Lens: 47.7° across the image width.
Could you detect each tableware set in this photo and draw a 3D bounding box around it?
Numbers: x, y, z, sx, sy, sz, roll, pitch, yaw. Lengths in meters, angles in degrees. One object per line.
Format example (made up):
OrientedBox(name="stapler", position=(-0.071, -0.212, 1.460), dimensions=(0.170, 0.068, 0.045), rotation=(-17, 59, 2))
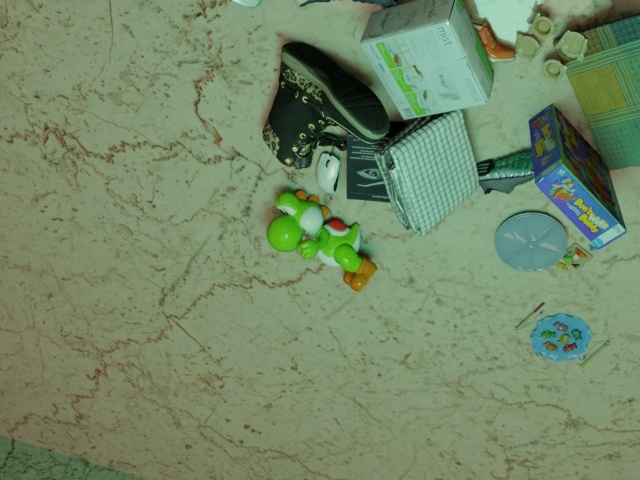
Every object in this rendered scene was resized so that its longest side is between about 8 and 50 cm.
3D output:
OrientedBox(name="tableware set", position=(0.550, -0.464, 1.740), dimensions=(0.168, 0.020, 0.141), rotation=(37, 145, 11))

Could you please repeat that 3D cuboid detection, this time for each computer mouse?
OrientedBox(name="computer mouse", position=(0.024, -0.208, 2.056), dimensions=(0.106, 0.042, 0.193), rotation=(22, 128, 22))

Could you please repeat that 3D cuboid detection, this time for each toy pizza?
OrientedBox(name="toy pizza", position=(0.603, 0.003, 2.078), dimensions=(0.201, 0.032, 0.201), rotation=(6, 123, 10))

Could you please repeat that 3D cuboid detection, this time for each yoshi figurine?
OrientedBox(name="yoshi figurine", position=(-0.019, 0.020, 2.146), dimensions=(0.362, 0.203, 0.203), rotation=(41, 129, -11))

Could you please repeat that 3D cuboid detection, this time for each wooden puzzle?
OrientedBox(name="wooden puzzle", position=(0.736, 0.049, 2.088), dimensions=(0.078, 0.014, 0.116), rotation=(30, 125, -7))

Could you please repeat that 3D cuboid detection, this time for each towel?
OrientedBox(name="towel", position=(0.277, -0.188, 1.896), dimensions=(0.235, 0.121, 0.284), rotation=(-36, 127, -14))
OrientedBox(name="towel", position=(0.729, -0.342, 1.709), dimensions=(0.271, 0.040, 0.370), rotation=(-2, 123, 58))

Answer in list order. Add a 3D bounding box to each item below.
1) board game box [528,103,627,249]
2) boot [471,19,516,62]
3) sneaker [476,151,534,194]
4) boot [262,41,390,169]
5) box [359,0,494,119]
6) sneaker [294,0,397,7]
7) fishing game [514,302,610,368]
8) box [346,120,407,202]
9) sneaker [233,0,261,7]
OrientedBox(name="board game box", position=(0.619, -0.165, 1.768), dimensions=(0.233, 0.347, 0.078), rotation=(41, 122, -15))
OrientedBox(name="boot", position=(0.413, -0.490, 1.779), dimensions=(0.157, 0.059, 0.085), rotation=(18, 121, 3))
OrientedBox(name="sneaker", position=(0.525, -0.174, 1.942), dimensions=(0.223, 0.083, 0.098), rotation=(-3, 136, 40))
OrientedBox(name="boot", position=(-0.002, -0.304, 1.889), dimensions=(0.377, 0.138, 0.284), rotation=(44, 133, 22))
OrientedBox(name="box", position=(0.261, -0.436, 1.736), dimensions=(0.231, 0.127, 0.262), rotation=(-7, 140, 33))
OrientedBox(name="sneaker", position=(0.106, -0.608, 1.733), dimensions=(0.350, 0.131, 0.148), rotation=(-14, 129, 27))
OrientedBox(name="fishing game", position=(0.744, 0.309, 2.247), dimensions=(0.264, 0.041, 0.189), rotation=(33, 122, -9))
OrientedBox(name="box", position=(0.153, -0.218, 1.992), dimensions=(0.153, 0.108, 0.207), rotation=(7, 125, 9))
OrientedBox(name="sneaker", position=(-0.226, -0.676, 1.790), dimensions=(0.092, 0.087, 0.228), rotation=(-36, 111, 28))
